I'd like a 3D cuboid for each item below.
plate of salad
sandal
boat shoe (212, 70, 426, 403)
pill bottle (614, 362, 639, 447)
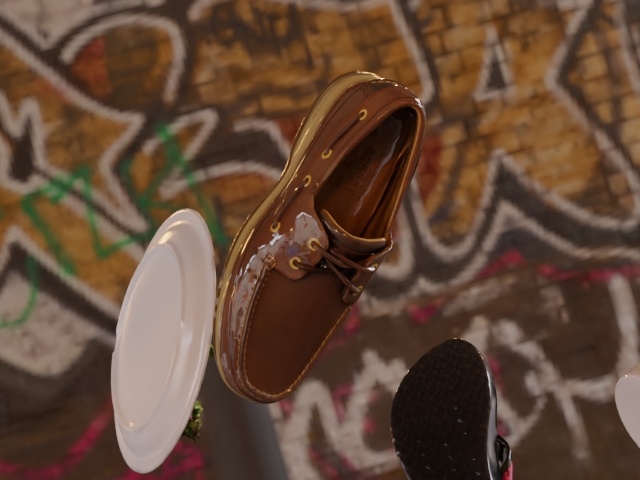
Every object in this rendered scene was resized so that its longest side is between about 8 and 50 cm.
[{"bbox_3d":[-0.110,0.076,1.142,0.048,0.200,0.200,13,-14,-25],"label":"plate of salad"},{"bbox_3d":[0.083,0.139,0.881,0.067,0.179,0.040,-25,-41,20],"label":"sandal"},{"bbox_3d":[0.000,0.000,0.758,0.064,0.178,0.060,25,-1,-25],"label":"boat shoe"},{"bbox_3d":[0.346,0.095,1.233,0.208,0.119,0.119,-32,5,-21],"label":"pill bottle"}]
